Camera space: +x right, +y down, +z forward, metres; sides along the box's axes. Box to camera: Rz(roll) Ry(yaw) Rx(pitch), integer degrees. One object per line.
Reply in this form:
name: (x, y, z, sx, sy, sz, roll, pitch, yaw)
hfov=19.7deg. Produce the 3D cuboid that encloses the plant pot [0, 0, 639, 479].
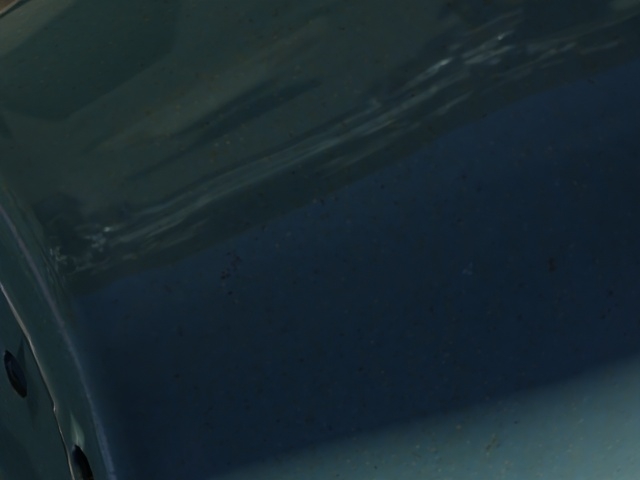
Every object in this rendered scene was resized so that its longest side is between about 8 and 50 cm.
plant pot: (0.000, 0.000, 0.574, 0.255, 0.272, 0.272, -22, 149, -28)
